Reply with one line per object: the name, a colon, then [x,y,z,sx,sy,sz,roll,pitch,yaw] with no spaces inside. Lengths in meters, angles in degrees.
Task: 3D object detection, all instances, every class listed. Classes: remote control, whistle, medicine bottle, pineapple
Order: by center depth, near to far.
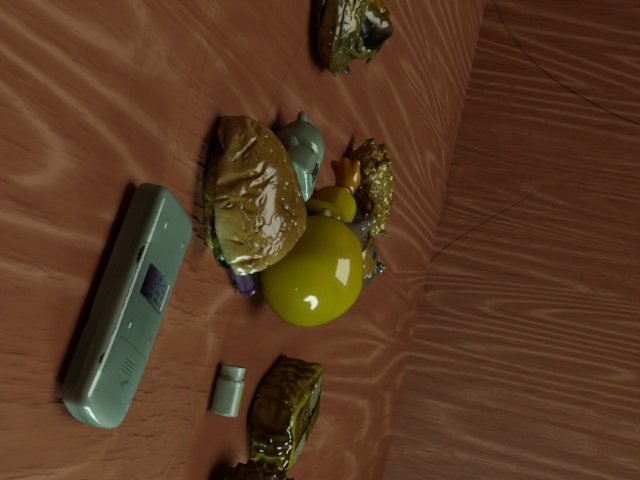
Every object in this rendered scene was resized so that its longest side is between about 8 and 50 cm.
remote control: [-0.236,0.084,1.360,0.140,0.056,0.296,63,41,-65]
whistle: [-0.132,0.040,1.775,0.176,0.033,0.033,78,27,-58]
medicine bottle: [-0.152,0.249,1.830,0.047,0.047,0.083,23,79,-76]
whistle: [-0.051,-0.118,1.832,0.101,0.106,0.253,53,34,-30]
pineapple: [-0.110,0.469,1.955,0.193,0.166,0.166,35,67,-76]

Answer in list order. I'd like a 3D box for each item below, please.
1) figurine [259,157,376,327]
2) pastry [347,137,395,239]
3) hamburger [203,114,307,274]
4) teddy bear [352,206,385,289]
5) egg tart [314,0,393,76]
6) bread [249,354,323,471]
figurine: [0.000,0.000,1.998,0.343,0.187,0.215,-73,178,-47]
pastry: [0.106,-0.097,2.451,0.250,0.102,0.154,88,20,-43]
hamburger: [-0.100,-0.068,1.612,0.155,0.135,0.207,-62,156,-53]
teddy bear: [0.057,0.019,2.313,0.190,0.140,0.177,71,35,-48]
egg tart: [0.076,-0.434,2.051,0.297,0.132,0.297,6,90,-80]
bread: [-0.064,0.333,2.152,0.222,0.096,0.181,-55,155,-59]
